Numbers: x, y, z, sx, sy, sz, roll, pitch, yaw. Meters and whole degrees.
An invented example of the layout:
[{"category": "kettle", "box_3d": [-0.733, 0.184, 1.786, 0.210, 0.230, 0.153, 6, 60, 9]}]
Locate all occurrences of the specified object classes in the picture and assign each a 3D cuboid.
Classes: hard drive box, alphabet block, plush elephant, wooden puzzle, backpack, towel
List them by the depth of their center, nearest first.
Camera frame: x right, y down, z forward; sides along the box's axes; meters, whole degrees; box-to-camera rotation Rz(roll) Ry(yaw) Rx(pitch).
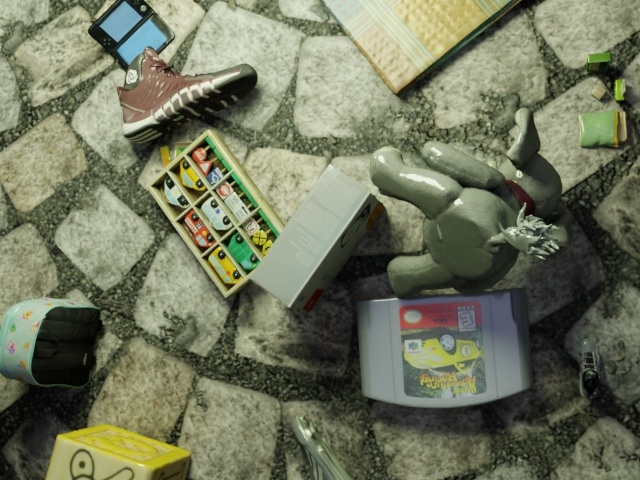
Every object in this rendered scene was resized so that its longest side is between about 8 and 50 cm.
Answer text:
[{"category": "plush elephant", "box_3d": [0.276, -0.063, 1.397, 0.330, 0.255, 0.272, 4, 120, 41]}, {"category": "hard drive box", "box_3d": [0.000, 0.000, 1.478, 0.089, 0.181, 0.232, 36, 94, 13]}, {"category": "alphabet block", "box_3d": [-0.364, 0.451, 1.508, 0.192, 0.193, 0.197, 15, 88, 12]}, {"category": "towel", "box_3d": [0.206, -0.472, 1.553, 0.370, 0.040, 0.271, -38, 77, 9]}, {"category": "backpack", "box_3d": [-0.503, 0.183, 1.568, 0.144, 0.188, 0.166, 13, 88, 14]}, {"category": "wooden puzzle", "box_3d": [-0.249, -0.151, 1.634, 0.116, 0.014, 0.079, -5, 84, 12]}]

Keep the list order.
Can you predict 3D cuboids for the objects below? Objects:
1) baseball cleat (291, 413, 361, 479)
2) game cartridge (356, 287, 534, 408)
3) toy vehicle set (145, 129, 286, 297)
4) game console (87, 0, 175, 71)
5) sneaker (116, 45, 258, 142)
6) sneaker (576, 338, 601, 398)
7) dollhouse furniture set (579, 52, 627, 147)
[{"category": "baseball cleat", "box_3d": [-0.006, 0.408, 1.495, 0.109, 0.072, 0.206, -41, 74, 13]}, {"category": "game cartridge", "box_3d": [0.211, 0.189, 1.478, 0.294, 0.060, 0.196, -6, 87, 12]}, {"category": "toy vehicle set", "box_3d": [-0.183, -0.049, 1.581, 0.166, 0.035, 0.267, -40, 79, 16]}, {"category": "game console", "box_3d": [-0.364, -0.399, 1.657, 0.122, 0.107, 0.071, -43, 49, 5]}, {"category": "sneaker", "box_3d": [-0.266, -0.308, 1.609, 0.281, 0.106, 0.163, -23, 77, 10]}, {"category": "sneaker", "box_3d": [0.444, 0.212, 1.413, 0.038, 0.069, 0.098, -5, 83, 12]}, {"category": "dollhouse furniture set", "box_3d": [0.477, -0.235, 1.456, 0.076, 0.058, 0.152, -2, 84, 13]}]
